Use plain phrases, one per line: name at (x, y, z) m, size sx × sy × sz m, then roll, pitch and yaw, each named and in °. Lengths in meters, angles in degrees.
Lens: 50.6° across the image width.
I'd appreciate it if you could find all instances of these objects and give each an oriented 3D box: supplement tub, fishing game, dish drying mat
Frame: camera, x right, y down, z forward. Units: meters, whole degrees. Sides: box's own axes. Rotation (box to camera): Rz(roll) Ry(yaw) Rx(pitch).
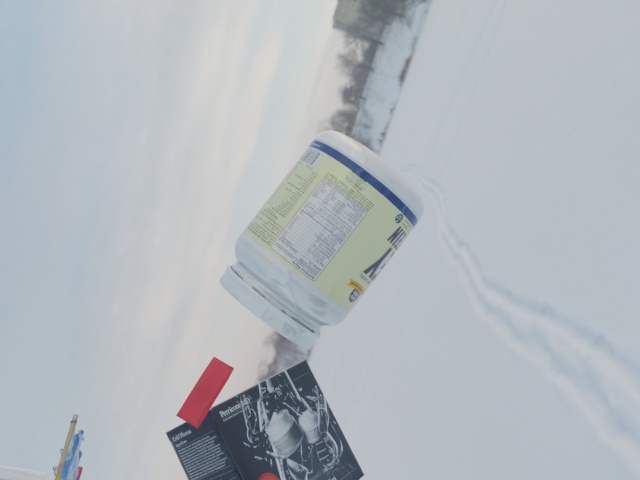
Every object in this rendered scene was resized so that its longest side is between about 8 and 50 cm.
supplement tub at (0.000, 0.000, 1.180) m, size 0.325 × 0.235 × 0.235 m, roll -53°, pitch -3°, yaw -2°
fishing game at (-0.395, 0.380, 1.019) m, size 0.264 × 0.041 × 0.189 m, roll 117°, pitch 163°, yaw -55°
dish drying mat at (-0.140, 0.185, 0.829) m, size 0.083 × 0.032 × 0.008 m, roll -59°, pitch -9°, yaw -18°

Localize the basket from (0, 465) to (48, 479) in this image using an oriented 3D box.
basket at (-0.427, 0.354, 0.820) m, size 0.113 × 0.167 × 0.103 m, roll 48°, pitch -161°, yaw -58°

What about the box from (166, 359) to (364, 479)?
box at (-0.118, 0.489, 1.544) m, size 0.179 × 0.313 × 0.343 m, roll -35°, pitch -11°, yaw 35°
